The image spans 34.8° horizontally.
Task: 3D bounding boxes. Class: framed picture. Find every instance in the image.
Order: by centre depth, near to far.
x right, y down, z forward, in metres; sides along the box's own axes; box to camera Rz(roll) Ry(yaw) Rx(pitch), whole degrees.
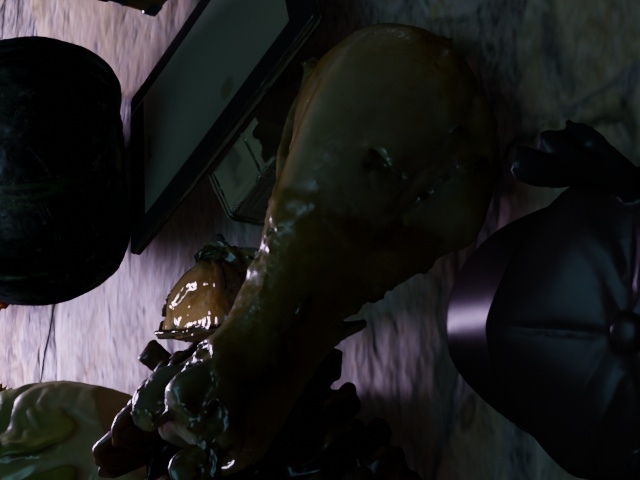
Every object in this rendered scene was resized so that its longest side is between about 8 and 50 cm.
[{"bbox_3d":[-0.115,-0.182,1.075,0.347,0.016,0.265,-48,36,31],"label":"framed picture"}]

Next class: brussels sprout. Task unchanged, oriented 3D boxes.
[{"bbox_3d":[-0.291,0.281,1.082,0.294,0.227,0.259,-40,52,9],"label":"brussels sprout"}]

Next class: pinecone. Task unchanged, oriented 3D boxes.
[{"bbox_3d":[-0.046,0.197,0.853,0.309,0.244,0.244,40,114,30],"label":"pinecone"}]

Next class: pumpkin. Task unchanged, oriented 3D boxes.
[{"bbox_3d":[-0.335,-0.076,1.157,0.315,0.238,0.315,175,90,-75],"label":"pumpkin"}]

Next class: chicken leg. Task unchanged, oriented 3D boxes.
[{"bbox_3d":[0.000,0.000,0.772,0.429,0.201,0.153,-57,-7,-24],"label":"chicken leg"}]

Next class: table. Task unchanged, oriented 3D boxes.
[{"bbox_3d":[-0.048,-0.064,0.993,0.083,0.079,0.062,-50,50,29],"label":"table"}]

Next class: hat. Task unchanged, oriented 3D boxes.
[{"bbox_3d":[0.164,0.053,0.649,0.336,0.208,0.238,-6,83,49],"label":"hat"}]

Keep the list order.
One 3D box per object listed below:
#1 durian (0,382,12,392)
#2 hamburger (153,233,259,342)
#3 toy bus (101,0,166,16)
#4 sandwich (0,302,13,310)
[{"bbox_3d":[-0.404,0.266,1.275,0.136,0.168,0.158,2,57,35],"label":"durian"},{"bbox_3d":[-0.092,0.052,1.028,0.176,0.087,0.102,-15,61,54],"label":"hamburger"},{"bbox_3d":[-0.180,-0.387,1.118,0.275,0.167,0.139,-39,58,38],"label":"toy bus"},{"bbox_3d":[-0.480,0.048,1.443,0.160,0.109,0.185,42,115,20],"label":"sandwich"}]
